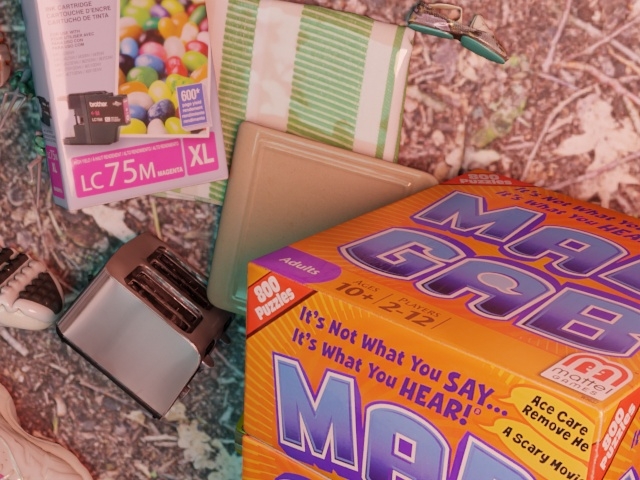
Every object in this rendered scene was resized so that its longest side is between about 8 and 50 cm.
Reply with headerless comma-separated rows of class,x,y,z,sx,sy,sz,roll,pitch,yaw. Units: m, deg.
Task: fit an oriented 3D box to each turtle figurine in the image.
turtle figurine,-0.285,-0.163,1.391,0.118,0.175,0.234,3,110,-33

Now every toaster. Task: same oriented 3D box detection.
toaster,-0.198,0.089,1.418,0.185,0.168,0.110,40,109,-1

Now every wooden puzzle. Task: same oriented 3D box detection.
wooden puzzle,0.000,0.000,1.369,0.238,0.044,0.221,18,111,14

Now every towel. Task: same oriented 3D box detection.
towel,-0.068,-0.147,1.384,0.324,0.038,0.248,11,108,12

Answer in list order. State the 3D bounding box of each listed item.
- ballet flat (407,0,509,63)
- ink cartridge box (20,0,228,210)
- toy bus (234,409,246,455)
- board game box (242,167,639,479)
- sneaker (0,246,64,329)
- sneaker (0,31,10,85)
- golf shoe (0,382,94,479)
ballet flat,0.149,-0.223,1.306,0.114,0.041,0.041,23,110,5
ink cartridge box,-0.207,-0.200,1.300,0.185,0.065,0.311,-13,103,-26
toy bus,-0.001,0.231,1.441,0.191,0.104,0.202,0,143,45
board game box,0.174,0.182,1.167,0.356,0.356,0.357,21,120,36
sneaker,-0.439,0.066,1.510,0.292,0.110,0.118,13,117,18
sneaker,-0.429,-0.269,1.412,0.083,0.084,0.215,-11,104,22
golf shoe,-0.396,0.282,1.538,0.306,0.140,0.115,45,110,-4
